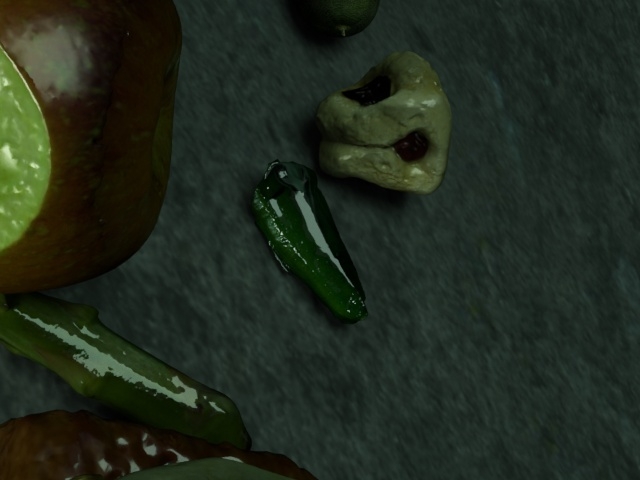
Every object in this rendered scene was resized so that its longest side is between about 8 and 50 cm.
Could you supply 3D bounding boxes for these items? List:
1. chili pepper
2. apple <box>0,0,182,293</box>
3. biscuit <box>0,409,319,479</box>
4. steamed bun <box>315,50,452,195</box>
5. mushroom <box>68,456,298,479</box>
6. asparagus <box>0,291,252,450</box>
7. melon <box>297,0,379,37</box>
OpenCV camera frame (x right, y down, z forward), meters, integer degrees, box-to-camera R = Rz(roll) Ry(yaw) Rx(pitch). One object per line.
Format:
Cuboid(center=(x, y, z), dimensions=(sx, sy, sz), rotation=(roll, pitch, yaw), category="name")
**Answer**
Cuboid(center=(-0.002, 0.001, 1.624), dimensions=(0.108, 0.062, 0.216), rotation=(-25, 85, -43), category="chili pepper")
Cuboid(center=(-0.303, -0.131, 1.238), dimensions=(0.374, 0.384, 0.374), rotation=(1, 70, -3), category="apple")
Cuboid(center=(-0.141, 0.349, 1.258), dimensions=(0.395, 0.166, 0.342), rotation=(16, 56, -29), category="biscuit")
Cuboid(center=(0.069, -0.138, 1.705), dimensions=(0.155, 0.172, 0.141), rotation=(-11, 32, -16), category="steamed bun")
Cuboid(center=(-0.082, 0.242, 1.194), dimensions=(0.333, 0.087, 0.107), rotation=(1, 66, -39), category="mushroom")
Cuboid(center=(-0.219, 0.126, 1.375), dimensions=(0.343, 0.082, 0.085), rotation=(32, 32, -13), category="asparagus")
Cuboid(center=(0.022, -0.335, 1.787), dimensions=(0.114, 0.114, 0.167), rotation=(15, 58, -32), category="melon")
